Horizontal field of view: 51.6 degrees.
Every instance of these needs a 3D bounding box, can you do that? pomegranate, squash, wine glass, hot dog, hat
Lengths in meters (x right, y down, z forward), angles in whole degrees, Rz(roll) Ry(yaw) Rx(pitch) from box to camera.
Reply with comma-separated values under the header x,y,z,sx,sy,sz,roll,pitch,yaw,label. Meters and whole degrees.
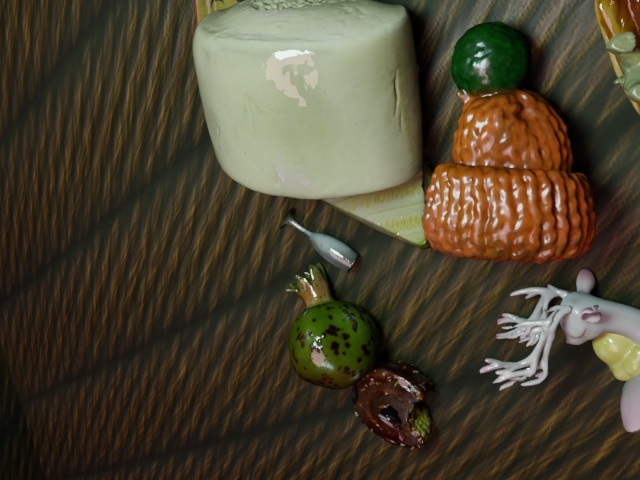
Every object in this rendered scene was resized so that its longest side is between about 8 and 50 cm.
x,y,z,sx,sy,sz,roll,pitch,yaw,label
0.005,0.213,1.549,0.286,0.231,0.231,52,132,-2,pomegranate
0.122,-0.039,1.386,0.288,0.111,0.203,-17,60,35,squash
0.000,0.000,1.545,0.198,0.066,0.066,34,130,12,wine glass
0.500,-0.291,1.018,0.100,0.068,0.250,-22,104,27,hot dog
0.326,-0.159,1.154,0.285,0.285,0.401,0,85,35,hat

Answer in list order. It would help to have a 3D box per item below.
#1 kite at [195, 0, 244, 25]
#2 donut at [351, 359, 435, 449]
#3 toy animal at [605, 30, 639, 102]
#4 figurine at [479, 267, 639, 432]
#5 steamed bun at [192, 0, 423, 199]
x,y,z,sx,sy,sz,roll,pitch,yaw,label
-0.150,-0.551,1.362,0.327,0.013,0.377,47,131,0,kite
0.184,0.392,1.617,0.216,0.096,0.230,-1,115,38,donut
0.524,-0.244,0.941,0.218,0.101,0.103,-2,90,21,toy animal
0.483,0.210,1.240,0.316,0.206,0.284,46,122,10,figurine
-0.043,-0.262,1.265,0.455,0.290,0.371,11,123,30,steamed bun
